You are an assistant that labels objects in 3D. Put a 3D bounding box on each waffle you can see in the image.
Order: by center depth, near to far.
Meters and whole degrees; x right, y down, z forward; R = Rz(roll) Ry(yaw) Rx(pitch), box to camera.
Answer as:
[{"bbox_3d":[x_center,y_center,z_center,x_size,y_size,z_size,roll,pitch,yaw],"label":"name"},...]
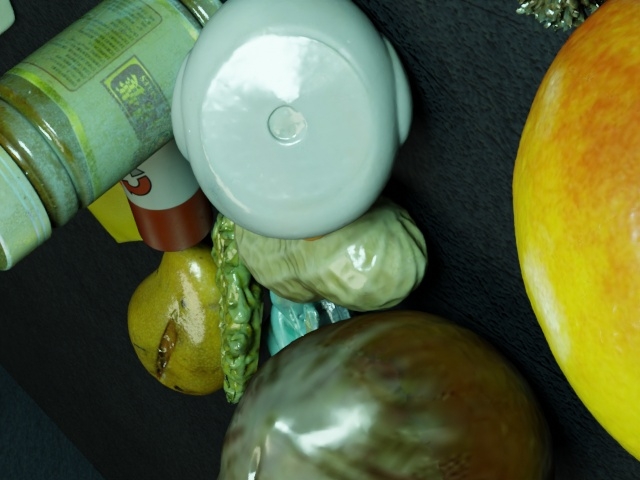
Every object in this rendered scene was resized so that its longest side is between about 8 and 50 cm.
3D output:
[{"bbox_3d":[-0.094,0.068,1.989,0.223,0.054,0.204,100,164,-64],"label":"waffle"}]

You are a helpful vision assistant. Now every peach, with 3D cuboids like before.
[{"bbox_3d":[0.251,-0.004,1.015,0.308,0.289,0.289,52,158,-10],"label":"peach"}]

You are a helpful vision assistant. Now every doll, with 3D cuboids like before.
[{"bbox_3d":[-0.020,-0.114,1.534,0.221,0.221,0.251,15,118,54],"label":"doll"}]

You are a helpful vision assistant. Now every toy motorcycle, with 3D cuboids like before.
[{"bbox_3d":[0.002,0.128,1.970,0.198,0.109,0.296,47,156,39],"label":"toy motorcycle"}]

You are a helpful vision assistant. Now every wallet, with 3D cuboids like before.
[{"bbox_3d":[-0.283,-0.100,2.174,0.241,0.067,0.141,53,153,-21],"label":"wallet"}]

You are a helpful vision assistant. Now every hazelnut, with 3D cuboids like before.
[{"bbox_3d":[0.050,0.230,1.701,0.315,0.372,0.372,36,155,40],"label":"hazelnut"}]

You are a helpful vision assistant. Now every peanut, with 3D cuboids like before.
[{"bbox_3d":[0.000,0.000,1.730,0.298,0.120,0.136,4,107,61],"label":"peanut"}]

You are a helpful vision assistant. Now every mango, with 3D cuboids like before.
[{"bbox_3d":[-0.173,0.109,2.221,0.177,0.120,0.295,41,157,13],"label":"mango"}]

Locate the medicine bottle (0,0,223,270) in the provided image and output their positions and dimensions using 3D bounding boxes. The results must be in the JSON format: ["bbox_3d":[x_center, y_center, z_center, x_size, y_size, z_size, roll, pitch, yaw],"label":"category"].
[{"bbox_3d":[-0.232,-0.127,1.675,0.151,0.322,0.151,40,157,21],"label":"medicine bottle"}]

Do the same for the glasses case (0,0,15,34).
[{"bbox_3d":[-0.517,-0.362,2.161,0.313,0.070,0.131,33,153,33],"label":"glasses case"}]

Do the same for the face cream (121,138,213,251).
[{"bbox_3d":[-0.185,-0.086,1.958,0.096,0.096,0.214,36,155,29],"label":"face cream"}]

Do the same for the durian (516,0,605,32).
[{"bbox_3d":[0.124,-0.212,1.095,0.196,0.167,0.196,41,166,12],"label":"durian"}]
